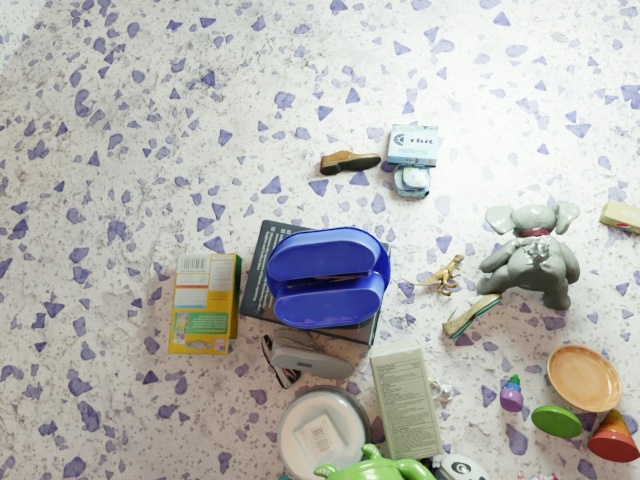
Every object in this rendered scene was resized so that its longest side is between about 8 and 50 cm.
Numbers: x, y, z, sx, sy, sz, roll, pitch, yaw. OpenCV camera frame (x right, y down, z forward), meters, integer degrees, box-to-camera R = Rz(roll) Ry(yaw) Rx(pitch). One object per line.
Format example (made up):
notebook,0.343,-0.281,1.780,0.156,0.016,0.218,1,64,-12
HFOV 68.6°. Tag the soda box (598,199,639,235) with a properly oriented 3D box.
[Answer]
soda box,0.958,-0.061,1.428,0.181,0.058,0.061,21,79,12

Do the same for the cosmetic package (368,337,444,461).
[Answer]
cosmetic package,0.236,0.444,1.321,0.153,0.129,0.297,-11,90,5

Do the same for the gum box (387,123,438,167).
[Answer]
gum box,0.308,-0.316,1.556,0.156,0.041,0.185,6,47,10

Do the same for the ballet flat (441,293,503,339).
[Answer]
ballet flat,0.446,0.211,1.404,0.206,0.073,0.067,-42,64,11

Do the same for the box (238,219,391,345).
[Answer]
box,-0.004,0.132,1.428,0.395,0.212,0.294,12,79,11

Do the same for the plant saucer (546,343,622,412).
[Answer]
plant saucer,0.733,0.388,1.317,0.199,0.037,0.200,1,49,-1

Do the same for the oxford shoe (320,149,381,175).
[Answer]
oxford shoe,0.101,-0.280,1.604,0.212,0.076,0.076,-5,61,5

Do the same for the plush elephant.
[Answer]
plush elephant,0.611,0.013,1.365,0.271,0.330,0.256,7,58,17

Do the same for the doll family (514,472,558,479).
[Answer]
doll family,0.599,0.753,1.228,0.163,0.118,0.263,-23,73,2

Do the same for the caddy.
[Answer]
caddy,0.016,0.092,1.238,0.340,0.179,0.242,-6,99,6

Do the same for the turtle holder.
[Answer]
turtle holder,0.138,0.679,1.171,0.320,0.244,0.227,5,31,-27

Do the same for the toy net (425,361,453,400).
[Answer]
toy net,0.287,0.414,1.402,0.232,0.045,0.122,33,82,15

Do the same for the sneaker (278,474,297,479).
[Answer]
sneaker,-0.101,0.813,1.337,0.109,0.107,0.276,5,78,39

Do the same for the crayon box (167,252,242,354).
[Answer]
crayon box,-0.373,0.207,1.532,0.202,0.083,0.323,-1,74,8

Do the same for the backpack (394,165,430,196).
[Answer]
backpack,0.302,-0.201,1.545,0.114,0.084,0.105,0,73,11

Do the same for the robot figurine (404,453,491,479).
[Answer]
robot figurine,0.340,0.710,1.246,0.209,0.173,0.278,42,83,-23

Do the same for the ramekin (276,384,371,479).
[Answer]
ramekin,0.006,0.564,1.355,0.276,0.135,0.278,-2,75,8

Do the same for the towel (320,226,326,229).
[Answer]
towel,0.000,0.000,1.572,0.083,0.009,0.060,-37,74,-2

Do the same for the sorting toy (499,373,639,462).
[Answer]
sorting toy,0.693,0.476,1.317,0.365,0.127,0.126,22,50,16

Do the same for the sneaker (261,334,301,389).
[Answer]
sneaker,-0.123,0.372,1.470,0.077,0.072,0.178,-26,73,-20

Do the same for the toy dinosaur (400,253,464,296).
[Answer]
toy dinosaur,0.369,0.122,1.471,0.211,0.064,0.112,-28,55,-9

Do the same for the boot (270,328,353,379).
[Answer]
boot,-0.023,0.338,1.442,0.258,0.095,0.123,18,37,-13
